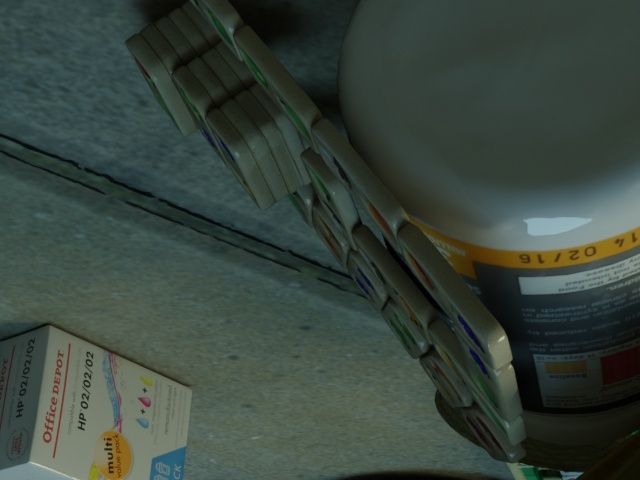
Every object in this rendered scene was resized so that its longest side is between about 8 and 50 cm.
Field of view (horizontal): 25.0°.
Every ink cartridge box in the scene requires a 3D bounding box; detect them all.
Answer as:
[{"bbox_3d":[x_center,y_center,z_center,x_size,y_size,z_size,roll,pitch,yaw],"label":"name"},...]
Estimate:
[{"bbox_3d":[-0.179,0.130,1.029,0.061,0.104,0.181,-20,145,36],"label":"ink cartridge box"}]

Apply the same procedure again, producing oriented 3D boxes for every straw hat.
[{"bbox_3d":[0.147,0.089,0.953,0.144,0.144,0.061,8,111,-9],"label":"straw hat"}]

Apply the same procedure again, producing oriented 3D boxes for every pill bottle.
[{"bbox_3d":[0.110,-0.012,0.668,0.162,0.162,0.278,-3,151,12],"label":"pill bottle"}]

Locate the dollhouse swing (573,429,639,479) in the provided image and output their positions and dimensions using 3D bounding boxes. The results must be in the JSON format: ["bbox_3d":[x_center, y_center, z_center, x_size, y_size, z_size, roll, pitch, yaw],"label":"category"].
[{"bbox_3d":[0.258,0.185,0.699,0.315,0.305,0.347,36,143,0],"label":"dollhouse swing"}]

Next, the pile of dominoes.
[{"bbox_3d":[0.000,0.000,0.633,0.040,0.251,0.196,-34,150,-6],"label":"pile of dominoes"}]

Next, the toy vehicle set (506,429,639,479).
[{"bbox_3d":[0.237,0.173,1.141,0.166,0.035,0.267,-6,151,16],"label":"toy vehicle set"}]
